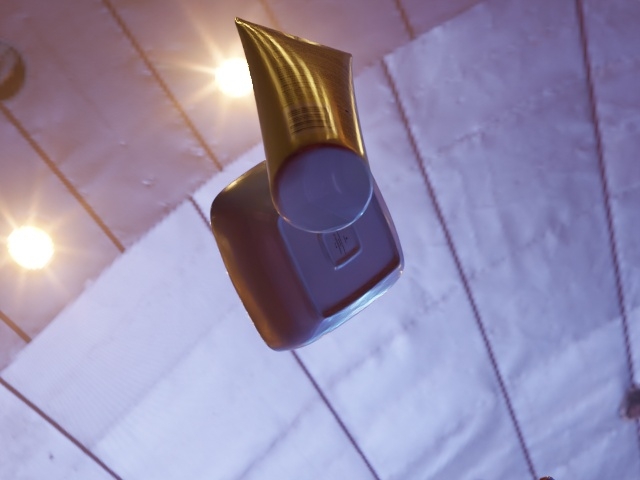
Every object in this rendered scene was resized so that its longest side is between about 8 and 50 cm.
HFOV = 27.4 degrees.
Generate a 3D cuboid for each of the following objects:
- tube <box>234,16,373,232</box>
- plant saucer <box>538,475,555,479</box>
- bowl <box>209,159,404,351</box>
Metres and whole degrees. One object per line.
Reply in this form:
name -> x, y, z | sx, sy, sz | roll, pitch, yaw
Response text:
tube -> -0.008, -0.089, 0.868 | 0.062, 0.240, 0.070 | -27, -59, 10
plant saucer -> 0.215, 0.267, 1.252 | 0.083, 0.013, 0.083 | 22, -115, -61
bowl -> 0.000, 0.000, 0.989 | 0.142, 0.053, 0.142 | -33, -72, -31
